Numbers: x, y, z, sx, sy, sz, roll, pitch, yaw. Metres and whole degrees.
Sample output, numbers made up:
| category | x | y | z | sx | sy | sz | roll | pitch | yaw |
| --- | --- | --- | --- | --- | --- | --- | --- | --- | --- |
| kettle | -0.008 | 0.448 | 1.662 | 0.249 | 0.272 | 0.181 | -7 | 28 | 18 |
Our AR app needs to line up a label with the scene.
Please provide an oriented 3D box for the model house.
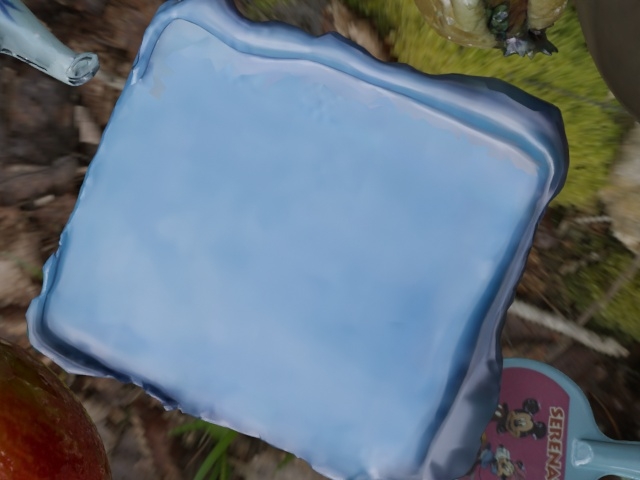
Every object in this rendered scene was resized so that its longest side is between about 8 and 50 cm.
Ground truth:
| category | x | y | z | sx | sy | sz | roll | pitch | yaw |
| --- | --- | --- | --- | --- | --- | --- | --- | --- | --- |
| model house | 0.000 | 0.000 | 1.057 | 0.237 | 0.303 | 0.215 | 21 | 91 | 3 |

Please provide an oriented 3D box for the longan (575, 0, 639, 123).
| category | x | y | z | sx | sy | sz | roll | pitch | yaw |
| --- | --- | --- | --- | --- | --- | --- | --- | --- | --- |
| longan | 0.215 | -0.138 | 0.897 | 0.197 | 0.196 | 0.220 | -2 | 74 | 2 |

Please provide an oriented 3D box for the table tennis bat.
| category | x | y | z | sx | sy | sz | roll | pitch | yaw |
| --- | --- | --- | --- | --- | --- | --- | --- | --- | --- |
| table tennis bat | 0.215 | 0.188 | 1.672 | 0.244 | 0.040 | 0.152 | 10 | 80 | -19 |

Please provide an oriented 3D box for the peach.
| category | x | y | z | sx | sy | sz | roll | pitch | yaw |
| --- | --- | --- | --- | --- | --- | --- | --- | --- | --- |
| peach | -0.230 | 0.154 | 1.163 | 0.190 | 0.190 | 0.192 | -33 | 110 | 3 |

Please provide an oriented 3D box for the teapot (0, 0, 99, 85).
| category | x | y | z | sx | sy | sz | roll | pitch | yaw |
| --- | --- | --- | --- | --- | --- | --- | --- | --- | --- |
| teapot | -0.235 | -0.075 | 0.937 | 0.232 | 0.159 | 0.159 | -26 | 92 | -20 |

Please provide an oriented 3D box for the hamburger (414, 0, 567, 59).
| category | x | y | z | sx | sy | sz | roll | pitch | yaw |
| --- | --- | --- | --- | --- | --- | --- | --- | --- | --- |
| hamburger | 0.120 | -0.297 | 1.528 | 0.133 | 0.211 | 0.308 | -11 | 90 | 2 |
